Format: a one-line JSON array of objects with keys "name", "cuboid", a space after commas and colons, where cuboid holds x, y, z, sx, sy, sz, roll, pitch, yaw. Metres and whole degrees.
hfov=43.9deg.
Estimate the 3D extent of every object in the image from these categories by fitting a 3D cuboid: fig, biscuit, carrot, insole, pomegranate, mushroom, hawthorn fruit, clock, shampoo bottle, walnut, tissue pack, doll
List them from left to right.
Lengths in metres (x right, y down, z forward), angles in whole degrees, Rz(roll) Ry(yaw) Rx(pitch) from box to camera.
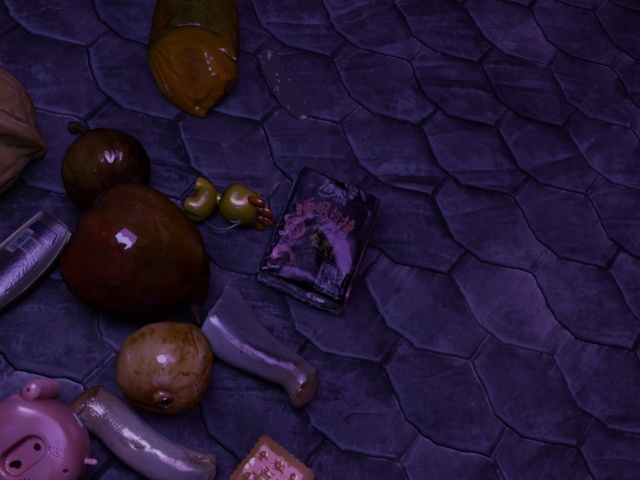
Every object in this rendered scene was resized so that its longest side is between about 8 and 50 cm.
[{"name": "walnut", "cuboid": [-0.835, -0.259, 1.789, 0.383, 0.384, 0.384, 6, 63, -11]}, {"name": "shampoo bottle", "cuboid": [-0.717, 0.086, 1.805, 0.125, 0.084, 0.350, 34, 62, 7]}, {"name": "clock", "cuboid": [-0.582, 0.434, 1.602, 0.227, 0.142, 0.241, -37, 80, 0]}, {"name": "fig", "cuboid": [-0.555, -0.212, 1.946, 0.216, 0.217, 0.321, -25, 54, -23]}, {"name": "hawthorn fruit", "cuboid": [-0.410, 0.034, 1.786, 0.324, 0.308, 0.308, 12, 60, 17]}, {"name": "mushroom", "cuboid": [-0.383, 0.431, 1.709, 0.351, 0.095, 0.123, 30, 56, 2]}, {"name": "pomegranate", "cuboid": [-0.336, 0.285, 1.730, 0.215, 0.215, 0.216, 6, 63, -11]}, {"name": "carrot", "cuboid": [-0.336, -0.535, 2.122, 0.241, 0.241, 0.341, 4, 63, -11]}, {"name": "doll", "cuboid": [-0.223, -0.085, 1.986, 0.220, 0.143, 0.135, 17, 59, 3]}, {"name": "biscuit", "cuboid": [-0.137, 0.565, 1.738, 0.160, 0.030, 0.250, 38, 62, 6]}, {"name": "mushroom", "cuboid": [-0.135, 0.252, 1.844, 0.328, 0.122, 0.159, 36, 71, 5]}, {"name": "insole", "cuboid": [-0.105, -0.442, 2.257, 0.081, 0.011, 0.248, -22, 72, -23]}, {"name": "tissue pack", "cuboid": [0.000, 0.000, 2.005, 0.244, 0.123, 0.333, 24, 64, -8]}]
